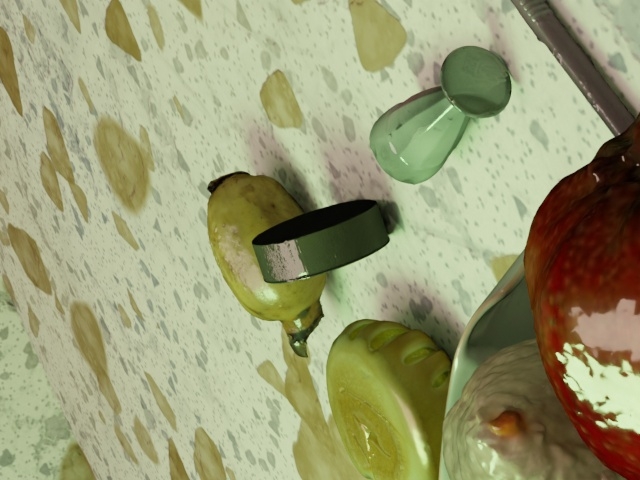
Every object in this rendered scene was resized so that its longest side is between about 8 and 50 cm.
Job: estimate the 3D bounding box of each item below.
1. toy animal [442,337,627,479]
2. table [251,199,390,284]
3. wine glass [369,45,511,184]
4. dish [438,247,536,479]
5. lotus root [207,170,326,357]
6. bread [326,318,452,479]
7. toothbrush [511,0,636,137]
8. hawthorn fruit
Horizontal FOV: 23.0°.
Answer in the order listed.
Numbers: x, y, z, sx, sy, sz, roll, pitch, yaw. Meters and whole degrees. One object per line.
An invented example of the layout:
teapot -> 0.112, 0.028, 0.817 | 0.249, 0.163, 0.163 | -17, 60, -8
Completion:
toy animal -> 0.214, 0.167, 1.154 | 0.226, 0.358, 0.188 | 26, 94, 29
table -> 0.000, 0.000, 1.573 | 0.133, 0.133, 0.043 | 3, 114, 64
wine glass -> 0.103, -0.108, 1.341 | 0.073, 0.073, 0.155 | 62, 153, 8
dish -> 0.169, 0.110, 1.337 | 0.064, 0.154, 0.234 | 25, 140, 23
lotus root -> -0.054, 0.024, 1.733 | 0.221, 0.118, 0.125 | 60, -172, 5
bread -> 0.087, 0.168, 1.589 | 0.213, 0.105, 0.213 | 50, 152, 39
toothbrush -> 0.173, -0.167, 1.191 | 0.354, 0.024, 0.029 | 57, 147, 20
hawthorn fruit -> 0.267, 0.055, 0.969 | 0.300, 0.254, 0.254 | 52, 165, -32
